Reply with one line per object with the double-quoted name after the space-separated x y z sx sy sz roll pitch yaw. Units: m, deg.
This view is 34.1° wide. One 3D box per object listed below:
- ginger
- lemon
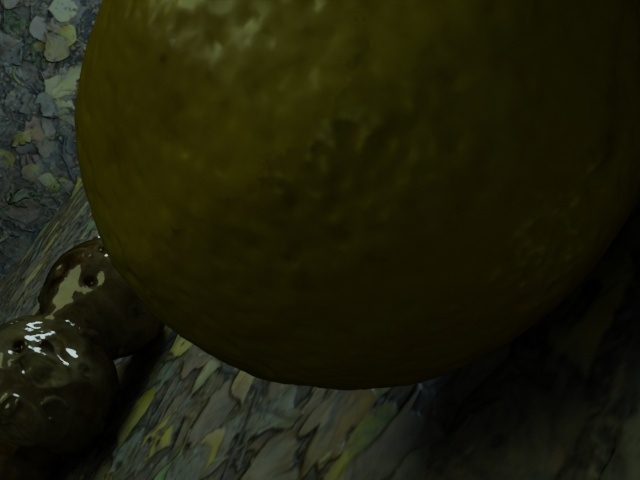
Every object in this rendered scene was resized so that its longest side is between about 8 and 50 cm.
-0.294 0.124 1.230 0.375 0.176 0.256 -58 3 -20 "ginger"
0.020 -0.072 0.599 0.336 0.336 0.336 -45 19 20 "lemon"
